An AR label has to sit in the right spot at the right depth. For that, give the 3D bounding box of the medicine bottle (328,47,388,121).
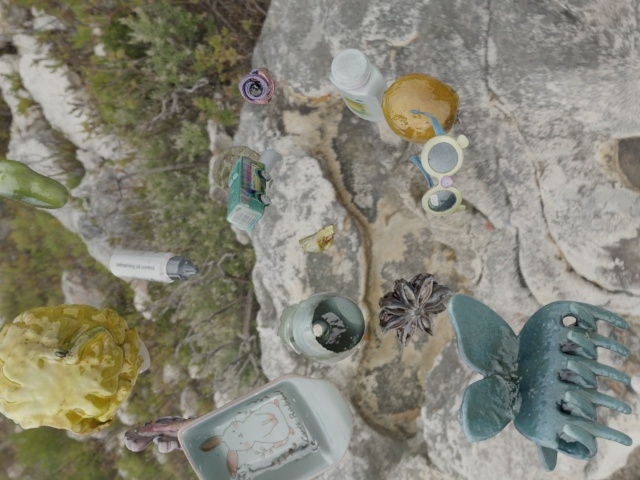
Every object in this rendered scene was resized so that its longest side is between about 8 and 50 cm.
[{"bbox_3d":[0.129,-0.498,1.759,0.179,0.324,0.124,31,91,17],"label":"medicine bottle"}]

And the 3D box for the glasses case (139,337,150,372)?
[{"bbox_3d":[-0.584,0.360,1.706,0.113,0.075,0.297,66,164,4],"label":"glasses case"}]

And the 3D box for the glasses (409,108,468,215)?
[{"bbox_3d":[0.217,-0.170,1.157,0.220,0.088,0.189,-122,18,-50],"label":"glasses"}]

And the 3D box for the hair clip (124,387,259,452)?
[{"bbox_3d":[-0.264,0.394,1.171,0.301,0.173,0.069,-19,84,9],"label":"hair clip"}]

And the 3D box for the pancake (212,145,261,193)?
[{"bbox_3d":[-0.303,-0.254,2.125,0.237,0.042,0.222,20,103,-9],"label":"pancake"}]

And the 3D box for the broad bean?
[{"bbox_3d":[-0.669,-0.120,1.239,0.125,0.174,0.082,0,65,28],"label":"broad bean"}]

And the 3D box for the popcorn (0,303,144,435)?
[{"bbox_3d":[-0.629,0.303,1.363,0.382,0.349,0.348,9,114,65],"label":"popcorn"}]

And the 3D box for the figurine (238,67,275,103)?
[{"bbox_3d":[-0.207,-0.544,1.890,0.114,0.157,0.126,-1,124,20],"label":"figurine"}]

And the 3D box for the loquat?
[{"bbox_3d":[0.286,-0.370,1.531,0.235,0.175,0.187,20,143,-1],"label":"loquat"}]

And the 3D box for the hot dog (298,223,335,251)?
[{"bbox_3d":[0.000,0.001,1.554,0.169,0.078,0.061,-27,88,55],"label":"hot dog"}]

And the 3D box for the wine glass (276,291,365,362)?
[{"bbox_3d":[0.008,0.280,1.765,0.237,0.238,0.323,57,157,4],"label":"wine glass"}]

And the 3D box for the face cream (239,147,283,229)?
[{"bbox_3d":[-0.208,-0.166,1.773,0.073,0.107,0.269,20,71,15],"label":"face cream"}]

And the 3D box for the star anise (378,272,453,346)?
[{"bbox_3d":[0.269,0.194,1.626,0.223,0.236,0.109,-53,32,2],"label":"star anise"}]

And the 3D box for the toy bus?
[{"bbox_3d":[-0.205,-0.139,1.551,0.109,0.261,0.091,26,123,-25],"label":"toy bus"}]

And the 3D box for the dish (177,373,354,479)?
[{"bbox_3d":[-0.068,0.277,0.788,0.234,0.064,0.153,-28,96,6],"label":"dish"}]

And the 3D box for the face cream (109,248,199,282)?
[{"bbox_3d":[-0.482,0.077,1.610,0.312,0.092,0.092,3,107,28],"label":"face cream"}]

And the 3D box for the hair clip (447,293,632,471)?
[{"bbox_3d":[0.473,0.284,1.119,0.392,0.318,0.238,29,148,-19],"label":"hair clip"}]
